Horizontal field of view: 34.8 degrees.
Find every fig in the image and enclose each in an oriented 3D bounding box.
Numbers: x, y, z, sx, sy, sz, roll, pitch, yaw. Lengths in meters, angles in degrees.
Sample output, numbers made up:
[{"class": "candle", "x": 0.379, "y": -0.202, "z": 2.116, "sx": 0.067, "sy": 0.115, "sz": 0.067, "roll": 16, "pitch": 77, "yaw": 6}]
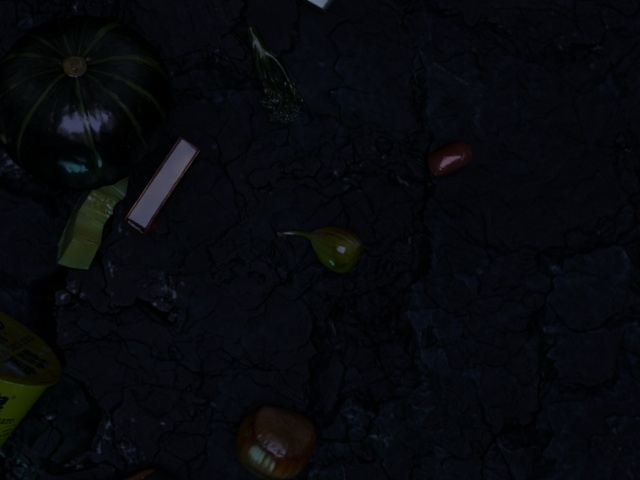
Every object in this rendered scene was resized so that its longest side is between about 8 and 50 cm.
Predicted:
[{"class": "fig", "x": 0.004, "y": 0.001, "z": 1.976, "sx": 0.166, "sy": 0.093, "sz": 0.093, "roll": 27, "pitch": 87, "yaw": -7}]

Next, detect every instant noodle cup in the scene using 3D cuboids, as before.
[{"class": "instant noodle cup", "x": -0.655, "y": 0.262, "z": 1.786, "sx": 0.325, "sy": 0.325, "sz": 0.254, "roll": 31, "pitch": 97, "yaw": -8}]

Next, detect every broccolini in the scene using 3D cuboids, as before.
[{"class": "broccolini", "x": -0.095, "y": -0.318, "z": 1.983, "sx": 0.091, "sy": 0.068, "sz": 0.203, "roll": -18, "pitch": 78, "yaw": -20}]

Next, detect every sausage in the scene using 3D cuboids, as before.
[{"class": "sausage", "x": 0.257, "y": -0.159, "z": 2.024, "sx": 0.094, "sy": 0.059, "sz": 0.054, "roll": -26, "pitch": 73, "yaw": -5}]

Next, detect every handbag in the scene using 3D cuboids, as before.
[{"class": "handbag", "x": -0.295, "y": -0.099, "z": 1.910, "sx": 0.063, "sy": 0.127, "sz": 0.190, "roll": 34, "pitch": 86, "yaw": -6}]

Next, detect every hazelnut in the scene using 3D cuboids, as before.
[{"class": "hazelnut", "x": -0.088, "y": 0.390, "z": 1.958, "sx": 0.150, "sy": 0.150, "sz": 0.150, "roll": 0, "pitch": 91, "yaw": -9}]

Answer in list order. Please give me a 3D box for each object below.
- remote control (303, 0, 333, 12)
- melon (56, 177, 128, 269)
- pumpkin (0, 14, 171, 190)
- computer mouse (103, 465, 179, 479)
[{"class": "remote control", "x": 0.036, "y": -0.561, "z": 1.994, "sx": 0.098, "sy": 0.038, "sz": 0.233, "roll": 37, "pitch": 87, "yaw": -7}, {"class": "melon", "x": -0.420, "y": -0.051, "z": 1.900, "sx": 0.064, "sy": 0.118, "sz": 0.209, "roll": 27, "pitch": 99, "yaw": -22}, {"class": "pumpkin", "x": -0.422, "y": -0.243, "z": 1.803, "sx": 0.323, "sy": 0.241, "sz": 0.323, "roll": 1, "pitch": 56, "yaw": -1}, {"class": "computer mouse", "x": -0.394, "y": 0.537, "z": 1.916, "sx": 0.323, "sy": 0.116, "sz": 0.183, "roll": -13, "pitch": 98, "yaw": -9}]
